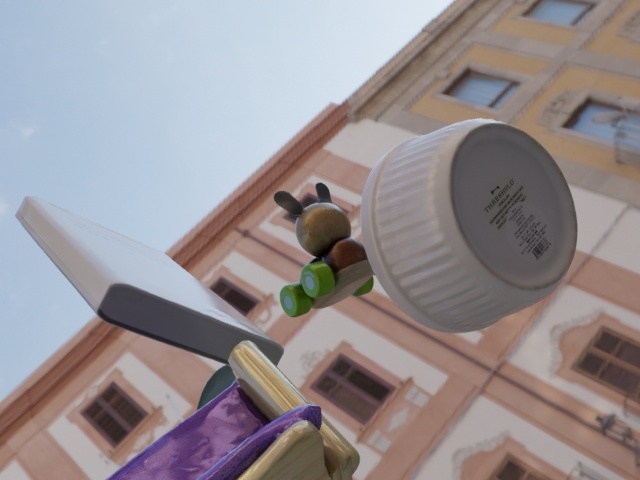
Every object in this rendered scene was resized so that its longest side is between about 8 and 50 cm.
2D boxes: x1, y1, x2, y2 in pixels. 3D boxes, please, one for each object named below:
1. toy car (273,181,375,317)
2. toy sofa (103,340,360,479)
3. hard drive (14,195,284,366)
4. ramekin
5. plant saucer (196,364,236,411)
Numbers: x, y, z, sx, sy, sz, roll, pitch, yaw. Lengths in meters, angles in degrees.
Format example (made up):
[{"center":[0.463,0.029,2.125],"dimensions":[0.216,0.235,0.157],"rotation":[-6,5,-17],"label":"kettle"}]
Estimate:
[{"center":[0.000,0.000,1.168],"dimensions":[0.155,0.188,0.149],"rotation":[-15,-18,-35],"label":"toy car"},{"center":[-0.152,0.229,0.547],"dimensions":[0.363,0.150,0.177],"rotation":[-34,-44,-19],"label":"toy sofa"},{"center":[-0.195,0.041,0.815],"dimensions":[0.203,0.307,0.040],"rotation":[28,-90,-38],"label":"hard drive"},{"center":[0.153,-0.020,0.736],"dimensions":[0.207,0.109,0.207],"rotation":[11,-111,-30],"label":"ramekin"},{"center":[-0.154,0.309,1.311],"dimensions":[0.195,0.037,0.194],"rotation":[12,-106,-49],"label":"plant saucer"}]
